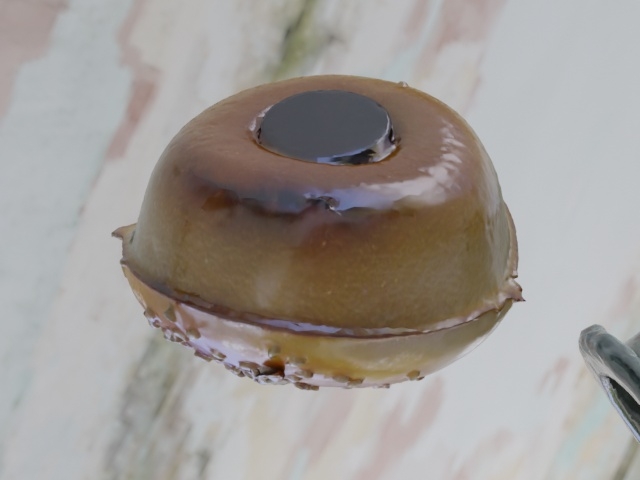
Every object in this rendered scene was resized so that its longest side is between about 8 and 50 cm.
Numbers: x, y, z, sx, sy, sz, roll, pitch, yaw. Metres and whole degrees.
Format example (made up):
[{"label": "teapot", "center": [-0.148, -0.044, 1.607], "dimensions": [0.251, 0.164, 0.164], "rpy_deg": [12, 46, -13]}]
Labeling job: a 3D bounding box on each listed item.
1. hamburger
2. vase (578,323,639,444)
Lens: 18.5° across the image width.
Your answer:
[{"label": "hamburger", "center": [0.003, 0.001, 1.082], "dimensions": [0.237, 0.237, 0.147], "rpy_deg": [-40, -42, -49]}, {"label": "vase", "center": [0.337, 0.071, 1.156], "dimensions": [0.291, 0.245, 0.245], "rpy_deg": [-36, -24, -2]}]
